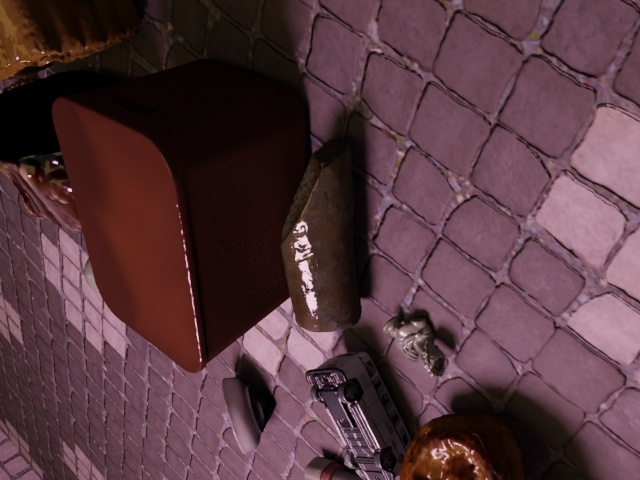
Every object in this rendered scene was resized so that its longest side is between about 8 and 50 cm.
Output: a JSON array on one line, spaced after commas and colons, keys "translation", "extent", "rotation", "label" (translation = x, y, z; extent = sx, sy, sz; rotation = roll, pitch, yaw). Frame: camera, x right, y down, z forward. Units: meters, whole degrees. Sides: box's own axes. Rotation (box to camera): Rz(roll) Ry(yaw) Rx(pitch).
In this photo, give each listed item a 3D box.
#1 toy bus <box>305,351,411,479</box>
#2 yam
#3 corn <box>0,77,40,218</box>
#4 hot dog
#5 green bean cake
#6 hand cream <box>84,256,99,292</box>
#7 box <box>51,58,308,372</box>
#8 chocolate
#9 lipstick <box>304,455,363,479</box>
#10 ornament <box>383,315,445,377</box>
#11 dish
[{"translation": [0.063, 0.252, 1.022], "extent": [0.087, 0.089, 0.194], "rotation": [-18, 101, 50], "label": "toy bus"}, {"translation": [0.000, 0.000, 0.904], "extent": [0.106, 0.106, 0.259], "rotation": [21, 131, 38], "label": "yam"}, {"translation": [-0.563, -0.176, 1.400], "extent": [0.098, 0.098, 0.290], "rotation": [23, 130, 36], "label": "corn"}, {"translation": [0.187, 0.349, 0.874], "extent": [0.175, 0.114, 0.259], "rotation": [-15, 84, 41], "label": "hot dog"}, {"translation": [-0.401, -0.310, 1.010], "extent": [0.229, 0.224, 0.131], "rotation": [-3, 115, 37], "label": "green bean cake"}, {"translation": [-0.329, 0.066, 1.318], "extent": [0.305, 0.093, 0.147], "rotation": [5, 120, 44], "label": "hand cream"}, {"translation": [-0.166, -0.046, 0.950], "extent": [0.239, 0.229, 0.340], "rotation": [25, 132, 34], "label": "box"}, {"translation": [-0.391, -0.126, 1.159], "extent": [0.340, 0.225, 0.210], "rotation": [21, 142, 38], "label": "chocolate"}, {"translation": [0.058, 0.407, 1.165], "extent": [0.186, 0.057, 0.063], "rotation": [0, 115, 44], "label": "lipstick"}, {"translation": [0.124, 0.133, 0.916], "extent": [0.092, 0.041, 0.069], "rotation": [13, 119, 53], "label": "ornament"}, {"translation": [-0.118, 0.303, 1.279], "extent": [0.141, 0.078, 0.141], "rotation": [162, 90, -87], "label": "dish"}]
